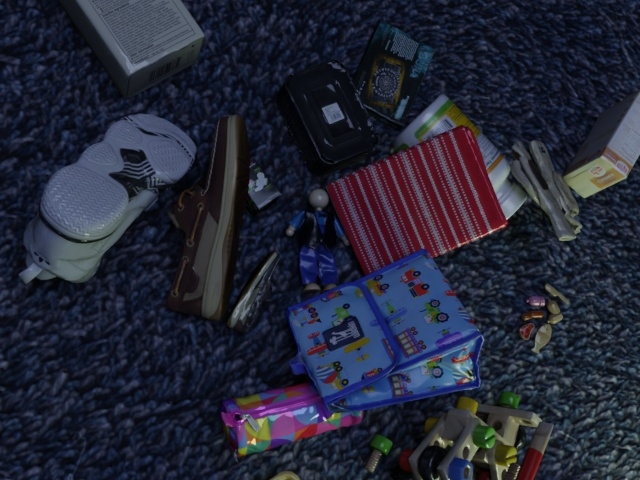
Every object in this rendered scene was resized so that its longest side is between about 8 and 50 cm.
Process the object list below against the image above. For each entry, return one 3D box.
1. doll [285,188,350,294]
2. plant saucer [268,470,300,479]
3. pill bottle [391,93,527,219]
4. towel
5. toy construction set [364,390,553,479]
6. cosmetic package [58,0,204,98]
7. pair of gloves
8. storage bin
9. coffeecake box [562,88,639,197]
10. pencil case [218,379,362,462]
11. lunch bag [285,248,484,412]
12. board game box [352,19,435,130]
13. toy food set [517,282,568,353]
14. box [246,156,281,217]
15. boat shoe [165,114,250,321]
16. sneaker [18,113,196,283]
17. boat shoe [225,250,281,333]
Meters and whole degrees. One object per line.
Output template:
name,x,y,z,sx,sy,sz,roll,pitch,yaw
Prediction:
doll,0.000,0.000,1.492,0.129,0.046,0.189,4,73,-25
plant saucer,-0.104,0.583,1.303,0.333,0.081,0.332,-30,86,-20
pill bottle,0.260,-0.137,1.552,0.245,0.136,0.136,46,69,-2
towel,0.172,-0.064,1.487,0.275,0.031,0.198,-23,95,10
toy construction set,0.281,0.329,1.372,0.257,0.309,0.237,37,65,-13
cosmetic package,-0.355,-0.423,1.459,0.160,0.113,0.309,-33,87,-21
pair of gloves,0.421,-0.093,1.572,0.204,0.042,0.240,62,26,6
storage bin,0.011,-0.221,1.530,0.122,0.084,0.180,-24,83,-20
coffeecake box,0.573,-0.189,1.650,0.068,0.142,0.185,38,70,-5
pencil case,-0.050,0.284,1.378,0.236,0.104,0.104,-12,80,-21
lunch bag,0.088,0.167,1.397,0.293,0.138,0.221,-17,43,-11
board game box,0.134,-0.318,1.619,0.126,0.026,0.186,27,71,-9
toy food set,0.413,0.145,1.591,0.078,0.019,0.122,39,77,-4
box,-0.118,-0.092,1.472,0.052,0.062,0.083,-36,89,-19
boat shoe,-0.194,-0.042,1.386,0.123,0.123,0.342,9,98,4
sneaker,-0.351,-0.065,1.366,0.137,0.210,0.366,42,35,-3
boat shoe,-0.107,0.090,1.439,0.049,0.056,0.152,34,80,-11
